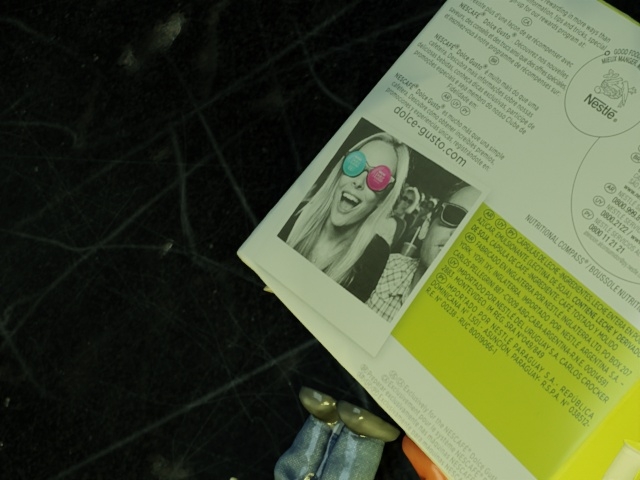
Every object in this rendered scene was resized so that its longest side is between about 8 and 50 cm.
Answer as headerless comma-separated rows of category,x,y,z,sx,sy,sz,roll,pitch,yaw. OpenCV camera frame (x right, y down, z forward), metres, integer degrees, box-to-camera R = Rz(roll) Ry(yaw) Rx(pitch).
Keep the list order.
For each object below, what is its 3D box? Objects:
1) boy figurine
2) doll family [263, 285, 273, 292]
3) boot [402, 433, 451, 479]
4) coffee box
boy figurine,-0.033,0.288,1.238,0.177,0.092,0.285,20,79,36
doll family,0.000,0.000,1.354,0.193,0.076,0.111,0,75,38
boot,0.110,0.245,1.180,0.084,0.059,0.158,-48,52,14
coffee box,0.217,0.032,1.017,0.334,0.338,0.338,-50,51,5
